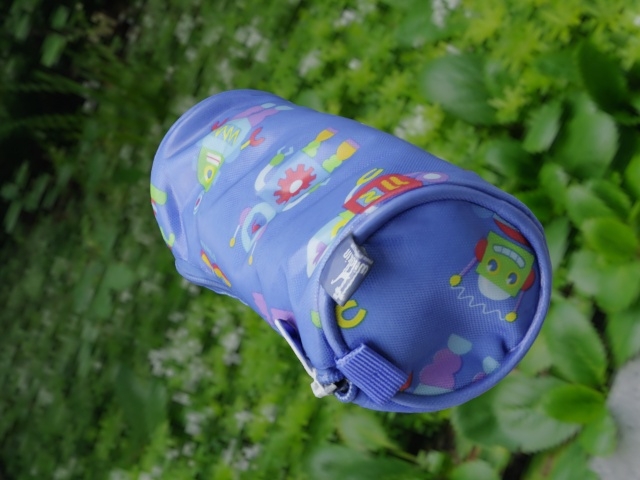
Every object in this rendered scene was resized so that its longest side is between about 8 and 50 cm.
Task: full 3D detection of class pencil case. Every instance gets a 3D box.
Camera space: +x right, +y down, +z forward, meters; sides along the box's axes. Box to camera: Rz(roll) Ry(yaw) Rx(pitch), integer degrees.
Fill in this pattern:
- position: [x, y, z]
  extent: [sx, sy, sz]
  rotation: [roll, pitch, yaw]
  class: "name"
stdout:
- position: [0.000, 0.000, 0.818]
  extent: [0.133, 0.119, 0.306]
  rotation: [-44, 26, -8]
  class: "pencil case"
